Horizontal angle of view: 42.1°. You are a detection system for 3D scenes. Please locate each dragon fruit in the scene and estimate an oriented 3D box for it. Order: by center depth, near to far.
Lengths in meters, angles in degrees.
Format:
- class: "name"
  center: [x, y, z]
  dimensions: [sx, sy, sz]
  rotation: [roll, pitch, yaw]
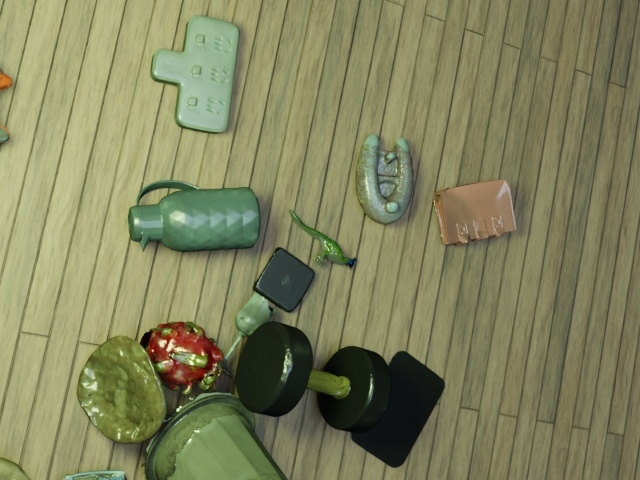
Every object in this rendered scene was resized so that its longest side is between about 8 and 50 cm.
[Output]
- class: "dragon fruit"
  center: [-0.303, 0.259, 1.832]
  dimensions: [0.172, 0.166, 0.160]
  rotation: [10, 120, 12]

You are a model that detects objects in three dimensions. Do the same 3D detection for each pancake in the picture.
- class: "pancake"
  center: [-0.419, 0.317, 1.782]
  dimensions: [0.050, 0.242, 0.242]
  rotation: [-5, 90, -63]

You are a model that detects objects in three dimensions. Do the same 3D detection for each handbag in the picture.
- class: "handbag"
  center: [0.409, -0.073, 2.203]
  dimensions: [0.212, 0.059, 0.157]
  rotation: [-12, 92, -21]

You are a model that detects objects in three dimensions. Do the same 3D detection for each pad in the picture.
- class: "pad"
  center: [0.200, 0.433, 2.131]
  dimensions: [0.181, 0.004, 0.267]
  rotation: [37, 75, -17]

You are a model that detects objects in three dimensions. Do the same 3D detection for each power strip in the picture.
- class: "power strip"
  center: [-0.295, -0.390, 1.925]
  dimensions: [0.193, 0.059, 0.265]
  rotation: [8, 86, -22]

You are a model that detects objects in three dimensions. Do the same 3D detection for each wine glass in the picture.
- class: "wine glass"
  center: [-0.182, 0.218, 1.941]
  dimensions: [0.079, 0.079, 0.195]
  rotation: [38, 77, -17]

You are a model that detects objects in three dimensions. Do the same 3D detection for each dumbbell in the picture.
- class: "dumbbell"
  center: [-0.012, 0.318, 1.904]
  dimensions: [0.322, 0.204, 0.204]
  rotation: [21, 80, -35]

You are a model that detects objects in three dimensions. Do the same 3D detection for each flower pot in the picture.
- class: "flower pot"
  center: [-0.206, 0.508, 1.781]
  dimensions: [0.290, 0.259, 0.290]
  rotation: [-19, 126, -29]

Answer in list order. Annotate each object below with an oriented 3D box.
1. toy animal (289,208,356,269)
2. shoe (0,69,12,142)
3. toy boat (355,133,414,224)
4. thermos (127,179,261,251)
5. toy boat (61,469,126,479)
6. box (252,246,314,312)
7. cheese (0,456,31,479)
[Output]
- class: "toy animal"
  center: [-0.006, 0.014, 2.037]
  dimensions: [0.217, 0.041, 0.075]
  rotation: [37, 57, -15]
- class: "shoe"
  center: [-0.738, -0.227, 1.714]
  dimensions: [0.171, 0.132, 0.336]
  rotation: [29, 75, -28]
- class: "toy boat"
  center: [0.169, -0.154, 2.094]
  dimensions: [0.155, 0.085, 0.227]
  rotation: [6, 86, -23]
- class: "thermos"
  center: [-0.290, -0.059, 1.879]
  dimensions: [0.286, 0.145, 0.182]
  rotation: [-2, 57, -21]
- class: "toy boat"
  center: [-0.505, 0.538, 1.808]
  dimensions: [0.173, 0.059, 0.069]
  rotation: [-1, 88, -22]
- class: "box"
  center: [-0.087, 0.097, 2.014]
  dimensions: [0.125, 0.027, 0.126]
  rotation: [36, 74, -20]
- class: "cheese"
  center: [-0.700, 0.551, 1.698]
  dimensions: [0.235, 0.117, 0.218]
  rotation: [13, 85, -22]
